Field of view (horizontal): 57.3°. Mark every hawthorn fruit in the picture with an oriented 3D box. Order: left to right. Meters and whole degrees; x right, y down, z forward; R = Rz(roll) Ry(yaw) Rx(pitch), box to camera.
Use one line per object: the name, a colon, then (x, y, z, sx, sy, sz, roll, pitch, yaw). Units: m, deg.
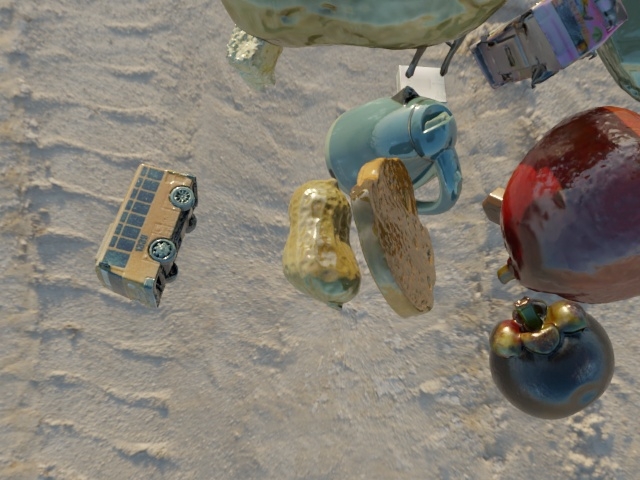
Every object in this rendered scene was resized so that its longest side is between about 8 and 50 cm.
hawthorn fruit: (0.374, -0.033, 0.833, 0.307, 0.265, 0.265, -37, 82, 36)

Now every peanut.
peanut: (-0.008, 0.005, 1.197, 0.159, 0.143, 0.291, -16, 57, 14)
peanut: (0.045, -0.326, 0.737, 0.386, 0.192, 0.170, 11, 117, 18)

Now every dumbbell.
dumbbell: (0.471, -0.122, 1.341, 0.230, 0.082, 0.092, -36, 105, -19)

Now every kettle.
kettle: (0.211, -0.208, 1.442, 0.247, 0.342, 0.320, -34, 103, -26)

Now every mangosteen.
mangosteen: (0.512, 0.247, 1.336, 0.275, 0.275, 0.302, -34, 114, -1)

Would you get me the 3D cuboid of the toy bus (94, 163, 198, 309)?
toy bus: (-0.239, -0.007, 0.814, 0.103, 0.091, 0.182, 15, 63, -3)

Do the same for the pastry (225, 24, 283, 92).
pastry: (-0.074, -0.381, 0.962, 0.089, 0.121, 0.259, 23, 95, 0)

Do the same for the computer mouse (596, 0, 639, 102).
computer mouse: (0.596, -0.464, 1.082, 0.228, 0.145, 0.429, -28, 104, 18)

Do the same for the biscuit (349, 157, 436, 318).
biscuit: (0.148, -0.009, 1.141, 0.057, 0.351, 0.312, -16, 117, 24)

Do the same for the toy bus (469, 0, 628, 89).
toy bus: (0.292, -0.270, 0.789, 0.112, 0.274, 0.090, -33, 99, 5)

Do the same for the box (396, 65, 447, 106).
box: (0.283, -0.424, 1.641, 0.129, 0.051, 0.130, 3, 62, -3)

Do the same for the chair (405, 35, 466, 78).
chair: (0.270, -0.570, 1.393, 0.160, 0.319, 0.186, -14, 54, -36)
